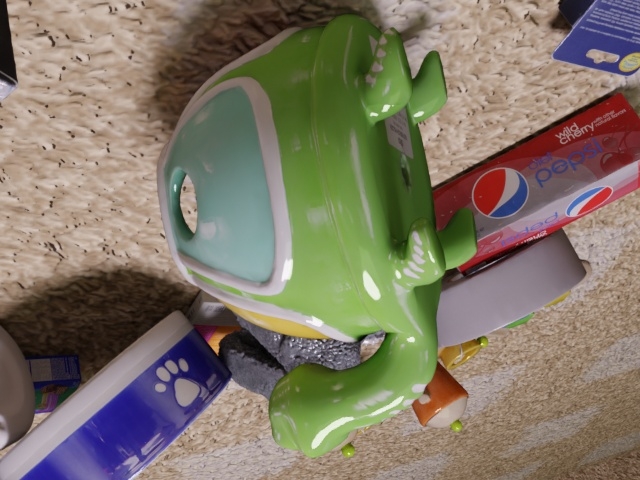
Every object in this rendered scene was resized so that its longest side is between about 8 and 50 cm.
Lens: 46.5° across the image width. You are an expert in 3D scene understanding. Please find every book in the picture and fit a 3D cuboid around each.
[{"bbox_3d":[-0.140,0.118,0.980,0.096,0.035,0.144,6,138,-35],"label":"book"}]

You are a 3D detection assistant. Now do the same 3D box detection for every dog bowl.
[{"bbox_3d":[-0.231,0.205,0.856,0.265,0.104,0.265,-41,-179,1],"label":"dog bowl"}]

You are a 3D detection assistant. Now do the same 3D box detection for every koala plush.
[{"bbox_3d":[0.014,0.089,0.902,0.221,0.203,0.196,-30,138,-37],"label":"koala plush"}]

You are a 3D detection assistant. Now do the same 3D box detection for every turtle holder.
[{"bbox_3d":[0.003,-0.014,0.630,0.227,0.243,0.320,-10,114,20],"label":"turtle holder"}]

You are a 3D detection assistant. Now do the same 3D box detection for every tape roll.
[{"bbox_3d":[0.236,0.060,0.993,0.219,0.072,0.219,-27,177,-1],"label":"tape roll"}]

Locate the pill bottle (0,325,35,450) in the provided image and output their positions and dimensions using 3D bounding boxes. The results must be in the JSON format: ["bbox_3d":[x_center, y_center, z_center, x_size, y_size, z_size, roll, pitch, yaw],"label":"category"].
[{"bbox_3d":[-0.459,0.195,0.784,0.272,0.152,0.152,-25,148,4],"label":"pill bottle"}]

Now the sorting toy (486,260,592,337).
[{"bbox_3d":[0.330,0.099,1.233,0.193,0.038,0.208,12,135,-42],"label":"sorting toy"}]

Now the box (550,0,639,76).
[{"bbox_3d":[0.319,-0.255,0.690,0.136,0.036,0.225,2,140,-33],"label":"box"}]

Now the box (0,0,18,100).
[{"bbox_3d":[-0.245,-0.143,0.311,0.142,0.247,0.163,-32,147,19],"label":"box"}]

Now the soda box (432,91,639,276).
[{"bbox_3d":[0.262,-0.063,0.892,0.263,0.092,0.083,-27,151,10],"label":"soda box"}]

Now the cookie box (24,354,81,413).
[{"bbox_3d":[-0.365,0.183,0.931,0.107,0.040,0.092,2,143,-32],"label":"cookie box"}]

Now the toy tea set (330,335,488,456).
[{"bbox_3d":[0.134,0.265,1.173,0.336,0.124,0.200,-20,151,-29],"label":"toy tea set"}]
